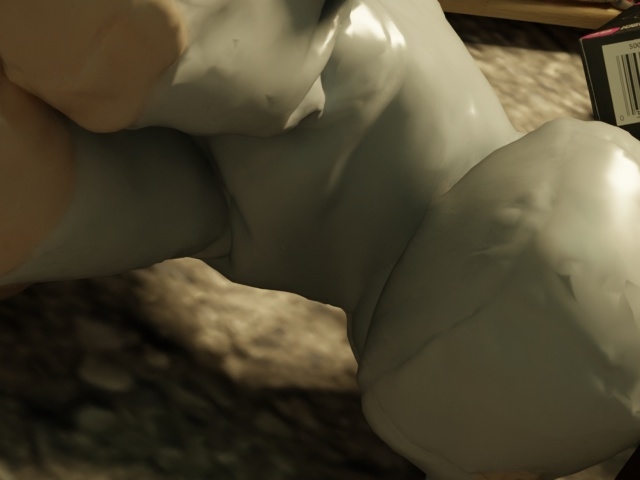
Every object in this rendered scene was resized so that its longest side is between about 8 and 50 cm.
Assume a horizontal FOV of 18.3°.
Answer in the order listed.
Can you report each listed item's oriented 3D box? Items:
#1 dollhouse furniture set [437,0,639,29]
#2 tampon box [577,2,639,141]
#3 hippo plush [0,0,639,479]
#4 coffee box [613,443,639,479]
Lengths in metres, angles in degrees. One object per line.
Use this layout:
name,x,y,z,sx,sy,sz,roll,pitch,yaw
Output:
dollhouse furniture set,0.027,-0.221,0.915,0.303,0.174,0.355,1,44,-31
tampon box,0.183,-0.053,0.798,0.120,0.101,0.161,-10,9,18
hippo plush,0.000,0.000,0.658,0.236,0.234,0.294,50,-4,1
coffee box,0.158,0.132,0.608,0.098,0.141,0.246,24,36,-7
